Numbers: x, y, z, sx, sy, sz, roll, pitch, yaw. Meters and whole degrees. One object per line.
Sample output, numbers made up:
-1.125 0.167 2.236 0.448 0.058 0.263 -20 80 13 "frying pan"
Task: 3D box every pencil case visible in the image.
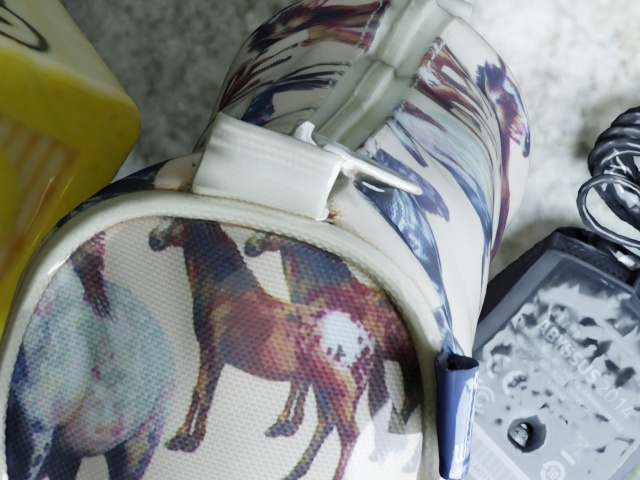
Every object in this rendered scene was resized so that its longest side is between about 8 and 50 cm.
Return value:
0.000 0.000 0.777 0.160 0.410 0.183 29 109 0 "pencil case"

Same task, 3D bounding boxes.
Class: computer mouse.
0.118 0.082 0.951 0.272 0.072 0.188 -40 94 -8 "computer mouse"

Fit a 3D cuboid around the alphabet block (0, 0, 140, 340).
-0.217 -0.046 0.785 0.192 0.197 0.193 24 104 -29 "alphabet block"
